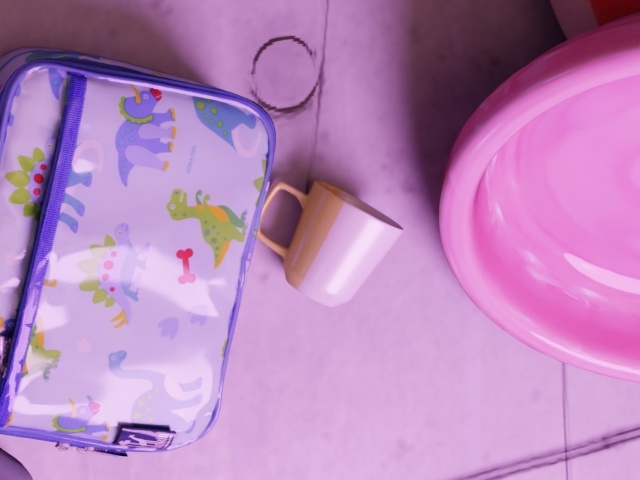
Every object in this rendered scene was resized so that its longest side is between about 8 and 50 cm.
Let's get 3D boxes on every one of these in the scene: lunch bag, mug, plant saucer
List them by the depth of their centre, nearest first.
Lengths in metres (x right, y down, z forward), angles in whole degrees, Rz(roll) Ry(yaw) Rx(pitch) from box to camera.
[{"bbox_3d":[-0.130,0.007,1.009,0.176,0.090,0.219,13,94,-26],"label":"lunch bag"},{"bbox_3d":[0.240,-0.031,1.098,0.332,0.332,0.084,32,46,-29],"label":"plant saucer"},{"bbox_3d":[0.003,0.001,1.099,0.064,0.078,0.062,-61,152,7],"label":"mug"}]

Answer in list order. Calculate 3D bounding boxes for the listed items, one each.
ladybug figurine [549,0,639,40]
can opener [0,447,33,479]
[{"bbox_3d":[0.277,-0.256,1.111,0.305,0.162,0.449,-21,110,-21],"label":"ladybug figurine"},{"bbox_3d":[-0.269,0.089,0.950,0.283,0.095,0.076,40,83,-28],"label":"can opener"}]
